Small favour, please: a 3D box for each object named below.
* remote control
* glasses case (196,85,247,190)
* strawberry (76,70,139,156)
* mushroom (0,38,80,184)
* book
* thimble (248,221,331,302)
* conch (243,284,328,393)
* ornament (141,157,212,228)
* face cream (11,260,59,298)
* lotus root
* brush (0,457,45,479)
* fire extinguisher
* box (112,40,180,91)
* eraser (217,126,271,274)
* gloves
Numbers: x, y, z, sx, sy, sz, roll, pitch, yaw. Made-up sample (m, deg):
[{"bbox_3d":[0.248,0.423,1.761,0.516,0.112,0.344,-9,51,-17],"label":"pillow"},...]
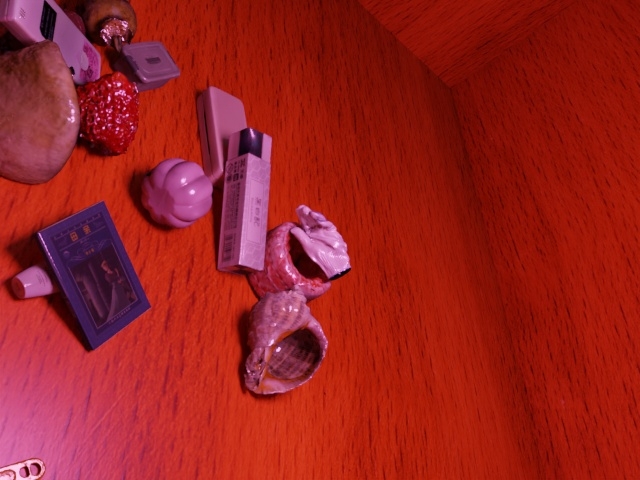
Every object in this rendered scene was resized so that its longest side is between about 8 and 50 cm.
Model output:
[{"bbox_3d":[-0.621,-0.469,1.491,0.344,0.050,0.145,62,26,-69],"label":"remote control"},{"bbox_3d":[-0.289,-0.304,1.930,0.144,0.076,0.336,20,48,-44],"label":"glasses case"},{"bbox_3d":[-0.521,-0.312,1.537,0.187,0.201,0.184,42,13,9],"label":"strawberry"},{"bbox_3d":[-0.641,-0.300,1.343,0.212,0.217,0.292,9,57,-44],"label":"mushroom"},{"bbox_3d":[-0.475,0.071,1.350,0.191,0.025,0.269,-43,119,-56],"label":"book"},{"bbox_3d":[-0.089,0.073,1.809,0.239,0.162,0.239,29,43,-31],"label":"thimble"},{"bbox_3d":[-0.107,0.255,1.646,0.210,0.159,0.291,35,76,-23],"label":"conch"},{"bbox_3d":[-0.358,-0.122,1.608,0.177,0.177,0.177,32,41,-33],"label":"ornament"},{"bbox_3d":[-0.544,0.070,1.313,0.182,0.051,0.072,-26,92,-58],"label":"face cream"},{"bbox_3d":[-0.564,-0.587,1.688,0.154,0.154,0.278,25,20,-39],"label":"lotus root"},{"bbox_3d":[-0.577,0.402,1.035,0.272,0.013,0.103,2,62,-53],"label":"brush"},{"bbox_3d":[-0.691,-0.496,1.541,0.105,0.105,0.269,52,33,-9],"label":"fire extinguisher"},{"bbox_3d":[-0.496,-0.483,1.793,0.124,0.093,0.172,57,34,-1],"label":"box"},{"bbox_3d":[-0.208,-0.109,1.764,0.096,0.098,0.404,23,63,-45],"label":"eraser"},{"bbox_3d":[0.001,0.003,1.752,0.229,0.119,0.097,62,-9,-5],"label":"gloves"}]
